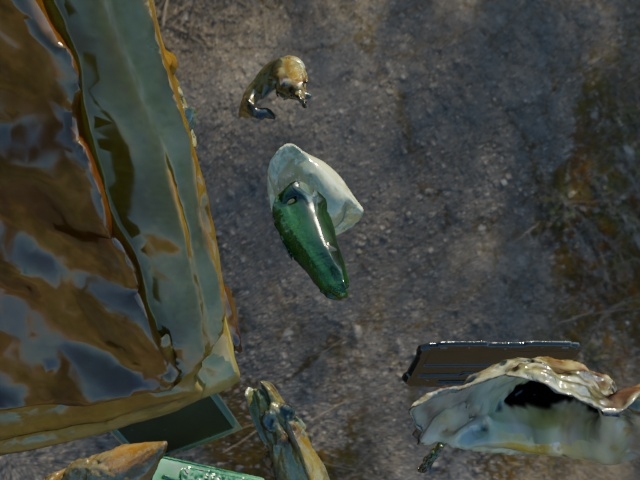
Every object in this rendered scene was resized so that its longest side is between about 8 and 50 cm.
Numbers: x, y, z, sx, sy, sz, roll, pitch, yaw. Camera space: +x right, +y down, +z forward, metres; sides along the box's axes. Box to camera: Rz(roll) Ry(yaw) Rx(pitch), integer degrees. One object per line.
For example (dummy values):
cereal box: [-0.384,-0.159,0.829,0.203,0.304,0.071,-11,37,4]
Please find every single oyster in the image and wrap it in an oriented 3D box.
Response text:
oyster: [0.229,0.165,0.699,0.275,0.271,0.100,4,72,10]

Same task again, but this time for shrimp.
shrimp: [-0.040,0.335,1.010,0.077,0.168,0.317,-22,100,-27]
shrimp: [-0.088,-0.259,1.244,0.145,0.254,0.059,-32,120,11]

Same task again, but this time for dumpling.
dumpling: [-0.032,-0.098,1.665,0.252,0.179,0.131,45,19,-15]

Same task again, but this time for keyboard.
keyboard: [0.250,0.178,1.043,0.262,0.106,0.016,2,43,-17]

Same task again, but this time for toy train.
toy train: [-0.252,0.495,1.337,0.266,0.202,0.145,23,59,-29]

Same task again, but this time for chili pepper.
chili pepper: [-0.002,0.001,1.121,0.108,0.062,0.216,1,53,-35]

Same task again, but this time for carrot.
carrot: [-0.293,0.319,0.915,0.263,0.102,0.102,-32,89,16]

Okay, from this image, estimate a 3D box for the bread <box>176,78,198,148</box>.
bread: [-0.346,-0.196,1.160,0.279,0.225,0.250,-29,101,-10]

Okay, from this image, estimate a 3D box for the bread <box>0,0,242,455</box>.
bread: [-0.238,-0.045,0.396,0.369,0.191,0.314,-6,119,5]

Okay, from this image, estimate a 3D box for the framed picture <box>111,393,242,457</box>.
framed picture: [-0.286,0.311,1.311,0.217,0.274,0.017,-20,44,-1]

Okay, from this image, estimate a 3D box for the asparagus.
asparagus: [0.259,0.327,1.304,0.025,0.024,0.248,43,86,-13]
